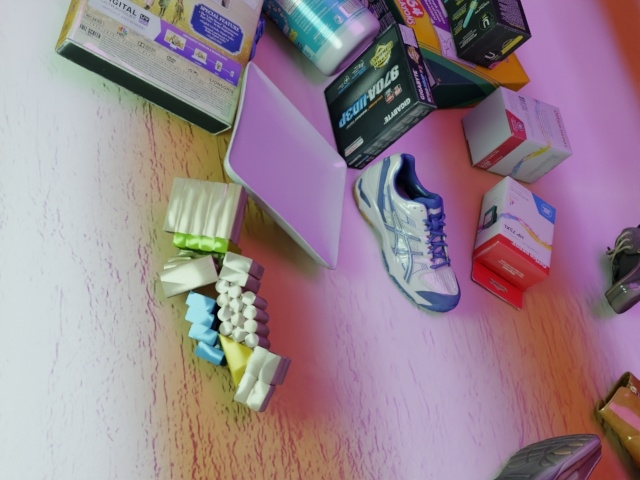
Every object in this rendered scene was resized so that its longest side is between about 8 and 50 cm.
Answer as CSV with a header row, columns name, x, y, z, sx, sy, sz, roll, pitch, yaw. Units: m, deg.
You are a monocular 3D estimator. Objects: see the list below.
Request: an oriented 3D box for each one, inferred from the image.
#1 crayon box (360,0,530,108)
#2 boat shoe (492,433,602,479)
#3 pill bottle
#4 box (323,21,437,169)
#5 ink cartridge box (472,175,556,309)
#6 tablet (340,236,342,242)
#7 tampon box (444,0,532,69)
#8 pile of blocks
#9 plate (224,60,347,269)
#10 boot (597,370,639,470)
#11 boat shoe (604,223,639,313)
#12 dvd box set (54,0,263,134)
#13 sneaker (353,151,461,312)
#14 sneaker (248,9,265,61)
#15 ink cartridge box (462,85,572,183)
name,x,y,z,sx,sy,sz,roll,pitch,yaw
crayon box,0.245,-0.459,2.089,0.313,0.106,0.362,-11,69,-42
boat shoe,0.362,0.417,1.604,0.324,0.123,0.116,-23,97,-39
pill bottle,-0.024,-0.447,1.839,0.264,0.146,0.146,47,44,2
box,0.103,-0.257,1.764,0.051,0.220,0.175,8,58,-37
ink cartridge box,0.378,0.004,1.905,0.134,0.078,0.231,32,48,-17
tablet,0.000,0.000,1.666,0.054,0.006,0.083,48,44,-1
tampon box,0.340,-0.457,2.001,0.101,0.120,0.161,11,57,-34
pile of blocks,-0.143,0.082,1.451,0.112,0.149,0.362,49,26,-76
plate,-0.060,-0.119,1.616,0.277,0.045,0.278,45,33,-32
boot,0.596,0.391,1.816,0.211,0.104,0.295,41,40,-1
boat shoe,0.668,0.047,2.086,0.130,0.132,0.355,47,35,11
dvd box set,-0.239,-0.426,1.622,0.308,0.062,0.420,25,65,-32
sneaker,0.171,-0.016,1.722,0.112,0.131,0.296,-23,79,-46
sneaker,-0.127,-0.383,1.789,0.059,0.053,0.144,16,54,-32
ink cartridge box,0.410,-0.216,2.041,0.176,0.127,0.128,13,54,-31
